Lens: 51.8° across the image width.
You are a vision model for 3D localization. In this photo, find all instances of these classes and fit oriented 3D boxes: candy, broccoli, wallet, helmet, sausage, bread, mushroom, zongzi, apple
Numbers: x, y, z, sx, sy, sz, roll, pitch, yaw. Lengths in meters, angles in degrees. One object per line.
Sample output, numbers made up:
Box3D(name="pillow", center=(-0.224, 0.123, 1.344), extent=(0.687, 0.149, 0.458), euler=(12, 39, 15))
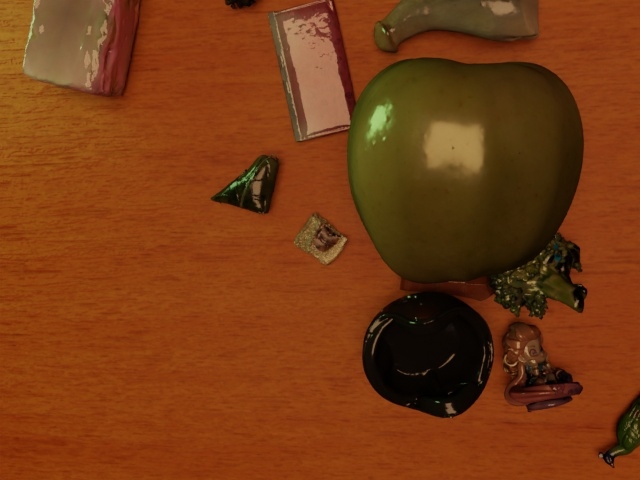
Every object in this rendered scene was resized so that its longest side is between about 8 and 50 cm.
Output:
Box3D(name="candy", center=(-0.413, -0.395, 1.168), extent=(0.155, 0.116, 0.265), euler=(15, 96, 10))
Box3D(name="broccoli", center=(0.363, 0.062, 1.069), extent=(0.160, 0.167, 0.155), euler=(28, 102, 48))
Box3D(name="wallet", center=(-0.011, -0.299, 1.160), extent=(0.119, 0.025, 0.232), euler=(-11, 94, 10))
Box3D(name="helmet", center=(0.176, 0.181, 1.093), extent=(0.215, 0.193, 0.189), euler=(-16, 102, 5))
Box3D(name="sausage", center=(0.224, 0.067, 1.142), extent=(0.169, 0.065, 0.065), euler=(6, 96, 7))
Box3D(name="bread", center=(0.000, 0.000, 1.183), extent=(0.083, 0.035, 0.070), euler=(38, 101, 0))
Box3D(name="mushroom", center=(0.220, -0.378, 1.087), extent=(0.270, 0.103, 0.118), euler=(0, 92, 18))
Box3D(name="zongzi", center=(-0.137, -0.112, 1.187), extent=(0.119, 0.055, 0.109), euler=(16, 95, 18))
Box3D(name="apple", center=(0.209, -0.112, 0.994), extent=(0.357, 0.357, 0.357), euler=(1, 96, 8))

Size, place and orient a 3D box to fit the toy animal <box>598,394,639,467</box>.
Box3D(name="toy animal", center=(0.564, 0.301, 1.127), extent=(0.075, 0.041, 0.217), euler=(32, 95, 6))

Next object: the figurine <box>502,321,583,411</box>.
Box3D(name="figurine", center=(0.356, 0.220, 1.124), extent=(0.157, 0.126, 0.114), euler=(56, 144, 24))

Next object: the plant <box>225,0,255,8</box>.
Box3D(name="plant", center=(-0.124, -0.487, 1.136), extent=(0.087, 0.085, 0.174), euler=(17, 95, -33))
